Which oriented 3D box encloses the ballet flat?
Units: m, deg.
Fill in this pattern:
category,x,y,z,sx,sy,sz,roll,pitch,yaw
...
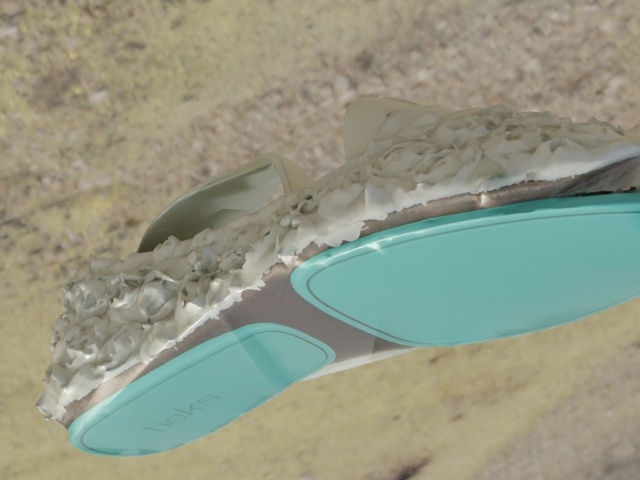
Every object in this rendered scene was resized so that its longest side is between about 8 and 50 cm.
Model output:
category,x,y,z,sx,sy,sz,roll,pitch,yaw
ballet flat,0.000,0.000,0.682,0.408,0.147,0.147,-22,158,32
